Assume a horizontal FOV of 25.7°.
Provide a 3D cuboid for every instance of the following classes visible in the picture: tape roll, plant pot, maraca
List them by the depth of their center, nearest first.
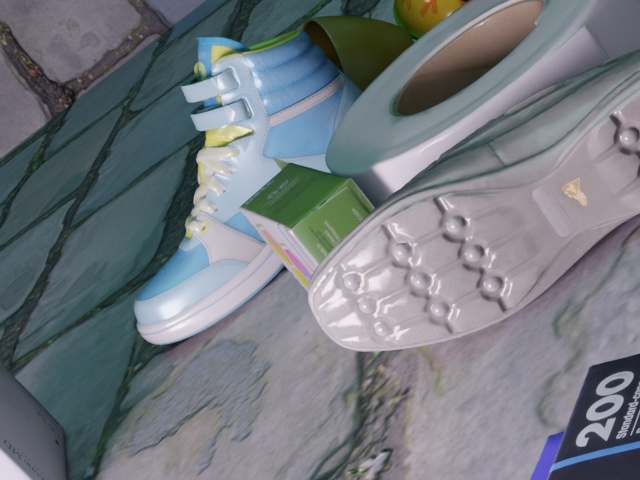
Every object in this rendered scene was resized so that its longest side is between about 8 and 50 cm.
[{"bbox_3d":[0.144,-0.111,1.115,0.286,0.100,0.286,-35,18,13],"label":"tape roll"},{"bbox_3d":[0.152,-0.249,1.449,0.186,0.099,0.127,29,77,45],"label":"maraca"},{"bbox_3d":[0.048,-0.177,1.457,0.095,0.134,0.134,-17,12,-16],"label":"plant pot"}]

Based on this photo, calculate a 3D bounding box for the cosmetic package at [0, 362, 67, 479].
[{"bbox_3d":[-0.339,0.165,1.208,0.138,0.224,0.224,-40,18,0],"label":"cosmetic package"}]

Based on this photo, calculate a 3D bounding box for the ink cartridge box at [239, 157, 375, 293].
[{"bbox_3d":[0.000,0.000,1.118,0.062,0.109,0.209,-42,18,-9],"label":"ink cartridge box"}]

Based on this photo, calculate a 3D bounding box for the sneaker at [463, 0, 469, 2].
[{"bbox_3d":[0.237,-0.355,1.146,0.410,0.158,0.182,-23,69,37],"label":"sneaker"}]

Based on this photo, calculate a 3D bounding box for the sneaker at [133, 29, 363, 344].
[{"bbox_3d":[-0.095,-0.069,1.314,0.319,0.208,0.127,-44,19,-11],"label":"sneaker"}]

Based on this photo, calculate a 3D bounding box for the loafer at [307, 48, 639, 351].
[{"bbox_3d":[0.136,-0.030,0.935,0.319,0.112,0.111,-29,14,9],"label":"loafer"}]

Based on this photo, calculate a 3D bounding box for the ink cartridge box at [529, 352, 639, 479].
[{"bbox_3d":[0.142,0.128,0.629,0.208,0.045,0.206,-25,23,42],"label":"ink cartridge box"}]
